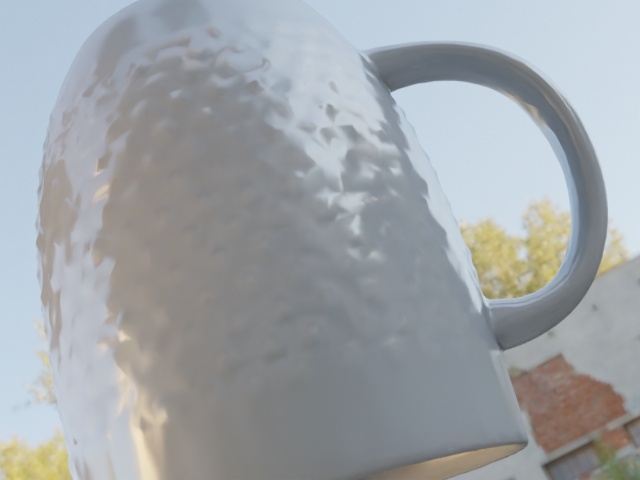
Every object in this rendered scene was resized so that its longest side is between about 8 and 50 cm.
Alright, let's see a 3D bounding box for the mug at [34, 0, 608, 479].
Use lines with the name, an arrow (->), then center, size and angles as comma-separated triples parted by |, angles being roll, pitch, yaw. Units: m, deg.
mug -> 0.000, 0.000, 0.703 | 0.374, 0.328, 0.276 | -17, -17, 3
